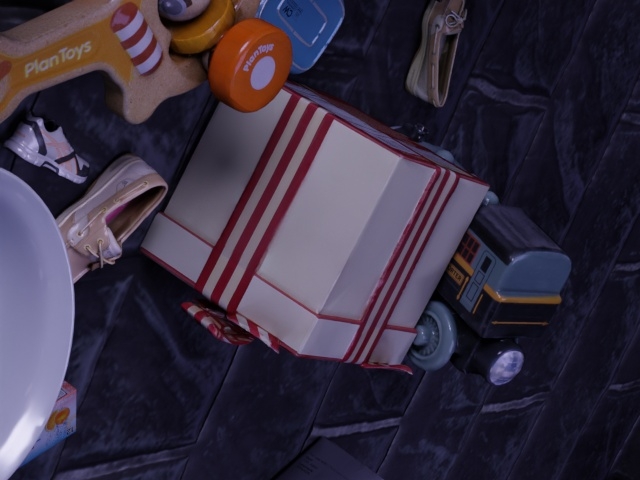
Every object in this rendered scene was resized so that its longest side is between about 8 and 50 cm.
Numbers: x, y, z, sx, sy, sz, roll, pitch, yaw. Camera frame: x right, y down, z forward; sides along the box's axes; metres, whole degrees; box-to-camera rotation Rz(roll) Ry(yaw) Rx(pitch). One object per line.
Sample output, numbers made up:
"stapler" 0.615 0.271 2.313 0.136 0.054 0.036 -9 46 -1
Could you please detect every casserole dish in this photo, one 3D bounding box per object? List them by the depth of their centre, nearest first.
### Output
"casserole dish" -0.030 -0.232 1.761 0.114 0.037 0.188 -57 151 -4

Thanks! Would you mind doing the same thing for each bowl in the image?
"bowl" -0.346 0.073 1.417 0.298 0.134 0.298 -24 120 -52

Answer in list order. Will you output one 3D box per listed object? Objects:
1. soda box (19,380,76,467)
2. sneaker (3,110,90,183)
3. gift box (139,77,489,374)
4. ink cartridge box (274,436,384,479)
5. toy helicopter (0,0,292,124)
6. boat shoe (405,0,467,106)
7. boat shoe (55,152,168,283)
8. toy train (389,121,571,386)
"soda box" -0.320 0.192 1.693 0.183 0.058 0.063 -31 142 -39
"sneaker" -0.237 -0.083 1.575 0.044 0.040 0.109 -61 152 1
"gift box" 0.000 0.000 1.799 0.255 0.276 0.258 14 107 -55
"ink cartridge box" -0.043 0.424 2.301 0.278 0.117 0.201 -39 146 -33
"toy helicopter" -0.176 -0.194 1.467 0.355 0.140 0.235 -29 139 -38
"boat shoe" 0.143 -0.230 2.024 0.056 0.048 0.153 -14 130 -53
"boat shoe" -0.211 -0.007 1.669 0.170 0.059 0.063 -52 151 -11
"toy train" 0.137 0.011 1.953 0.142 0.334 0.190 6 121 -38
